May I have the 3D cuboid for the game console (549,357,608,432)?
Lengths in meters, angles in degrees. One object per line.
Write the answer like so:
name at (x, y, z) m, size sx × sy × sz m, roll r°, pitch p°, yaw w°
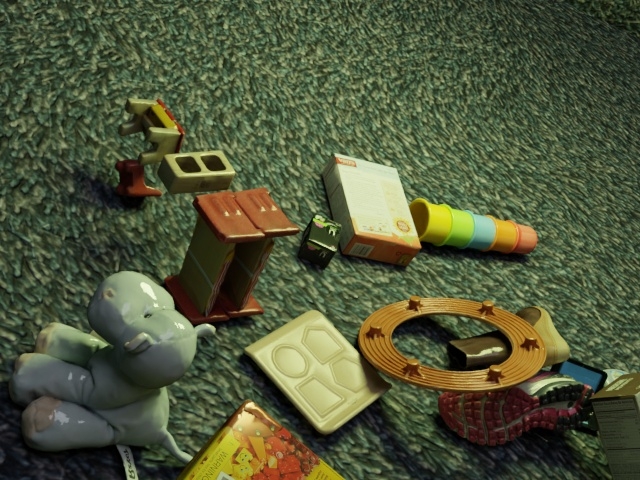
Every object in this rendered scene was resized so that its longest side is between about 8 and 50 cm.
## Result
game console at (0.499, 0.299, 1.946) m, size 0.122 × 0.071 × 0.107 m, roll 21°, pitch 40°, yaw -14°

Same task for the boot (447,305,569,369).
boot at (0.345, 0.187, 1.934) m, size 0.206 × 0.090 × 0.248 m, roll -2°, pitch 11°, yaw -6°

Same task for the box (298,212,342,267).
box at (0.000, 0.000, 1.930) m, size 0.062 × 0.052 × 0.083 m, roll 24°, pitch 40°, yaw -9°

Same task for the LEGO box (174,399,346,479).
LEGO box at (-0.104, 0.500, 1.203) m, size 0.372 × 0.193 × 0.500 m, roll 40°, pitch 39°, yaw 0°

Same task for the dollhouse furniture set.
dollhouse furniture set at (-0.218, -0.059, 1.739) m, size 0.152 × 0.201 × 0.374 m, roll -8°, pitch 48°, yaw -39°

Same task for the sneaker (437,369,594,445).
sneaker at (0.347, 0.298, 1.828) m, size 0.299 × 0.121 × 0.112 m, roll 2°, pitch 13°, yaw -22°

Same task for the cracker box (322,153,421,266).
cracker box at (0.102, -0.064, 2.056) m, size 0.155 × 0.067 × 0.232 m, roll 12°, pitch 44°, yaw -26°

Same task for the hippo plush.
hippo plush at (-0.287, 0.181, 1.396) m, size 0.234 × 0.237 × 0.294 m, roll -14°, pitch 58°, yaw -43°

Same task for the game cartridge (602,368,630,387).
game cartridge at (0.619, 0.294, 2.080) m, size 0.083 × 0.017 × 0.056 m, roll 9°, pitch 41°, yaw -28°

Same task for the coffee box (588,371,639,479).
coffee box at (0.596, 0.376, 1.825) m, size 0.141 × 0.098 × 0.247 m, roll -19°, pitch 93°, yaw -46°

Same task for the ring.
ring at (0.236, 0.173, 1.796) m, size 0.336 × 0.032 × 0.337 m, roll 2°, pitch 24°, yaw -1°

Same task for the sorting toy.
sorting toy at (-0.005, 0.224, 1.712) m, size 0.208 × 0.038 × 0.193 m, roll 42°, pitch 39°, yaw 18°

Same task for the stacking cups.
stacking cups at (0.327, -0.019, 2.160) m, size 0.316 × 0.096 × 0.096 m, roll 10°, pitch 44°, yaw -33°
